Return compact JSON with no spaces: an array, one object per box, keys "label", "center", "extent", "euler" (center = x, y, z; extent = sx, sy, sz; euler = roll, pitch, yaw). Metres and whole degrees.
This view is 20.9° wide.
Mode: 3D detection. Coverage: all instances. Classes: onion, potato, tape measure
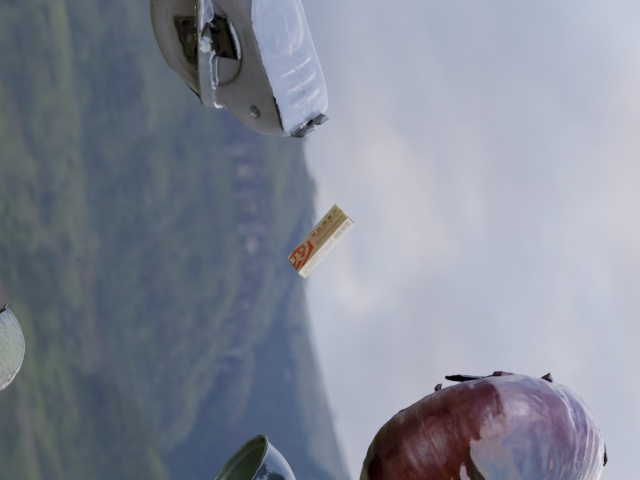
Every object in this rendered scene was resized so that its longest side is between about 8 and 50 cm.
[{"label":"onion","center":[0.221,0.335,2.235],"extent":[0.347,0.348,0.285],"euler":[92,-23,-50]},{"label":"potato","center":[-0.464,0.177,2.177],"extent":[0.098,0.138,0.243],"euler":[53,26,4]},{"label":"tape measure","center":[-0.102,-0.238,1.951],"extent":[0.197,0.120,0.236],"euler":[9,-56,42]}]

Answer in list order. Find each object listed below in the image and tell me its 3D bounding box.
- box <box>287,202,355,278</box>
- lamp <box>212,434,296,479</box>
[{"label":"box","center":[0.000,0.000,2.131],"extent":[0.015,0.093,0.058],"euler":[41,4,-23]},{"label":"lamp","center":[-0.031,0.377,2.286],"extent":[0.227,0.147,0.172],"euler":[39,18,-14]}]
